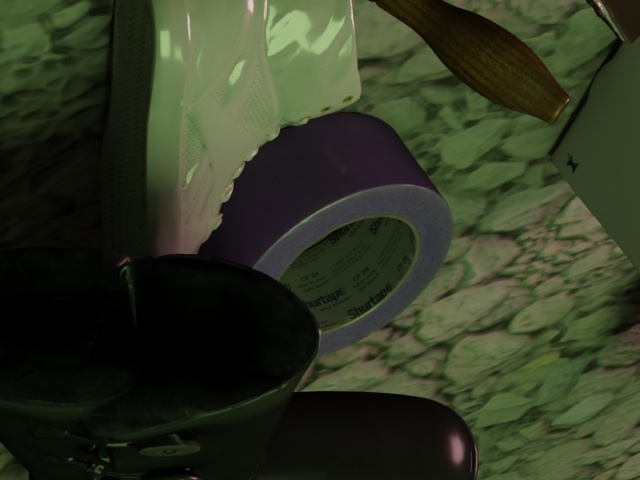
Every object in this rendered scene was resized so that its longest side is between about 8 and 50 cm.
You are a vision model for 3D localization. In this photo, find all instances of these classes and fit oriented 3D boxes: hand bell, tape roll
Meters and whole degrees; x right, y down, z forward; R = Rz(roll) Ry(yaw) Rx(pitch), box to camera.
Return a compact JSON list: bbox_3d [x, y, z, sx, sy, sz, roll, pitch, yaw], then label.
[{"bbox_3d":[0.042,-0.146,1.105,0.126,0.242,0.126,-53,171,-12],"label":"hand bell"},{"bbox_3d":[0.000,0.000,1.435,0.189,0.080,0.189,-23,147,-16],"label":"tape roll"}]

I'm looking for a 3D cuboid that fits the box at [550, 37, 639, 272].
[{"bbox_3d":[0.306,-0.072,1.509,0.119,0.182,0.181,-6,138,-37],"label":"box"}]

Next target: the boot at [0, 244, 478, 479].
[{"bbox_3d":[-0.043,0.118,1.340,0.367,0.146,0.445,-8,156,-7],"label":"boot"}]

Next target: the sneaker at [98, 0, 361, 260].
[{"bbox_3d":[-0.054,-0.068,1.276,0.169,0.108,0.293,-13,141,-24],"label":"sneaker"}]

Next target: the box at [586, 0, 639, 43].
[{"bbox_3d":[0.265,-0.320,1.149,0.381,0.191,0.143,-38,148,9],"label":"box"}]
